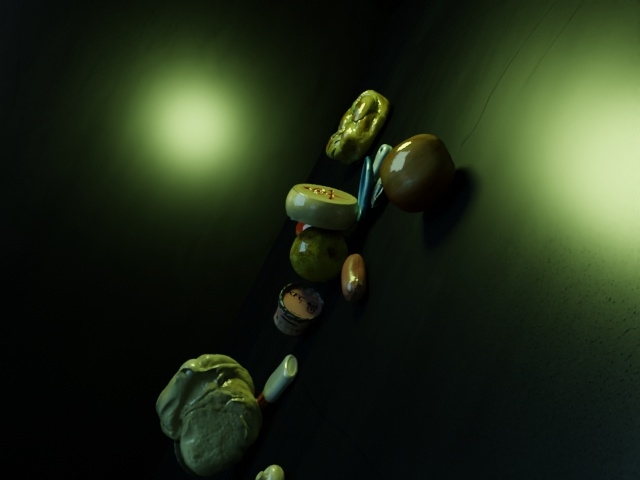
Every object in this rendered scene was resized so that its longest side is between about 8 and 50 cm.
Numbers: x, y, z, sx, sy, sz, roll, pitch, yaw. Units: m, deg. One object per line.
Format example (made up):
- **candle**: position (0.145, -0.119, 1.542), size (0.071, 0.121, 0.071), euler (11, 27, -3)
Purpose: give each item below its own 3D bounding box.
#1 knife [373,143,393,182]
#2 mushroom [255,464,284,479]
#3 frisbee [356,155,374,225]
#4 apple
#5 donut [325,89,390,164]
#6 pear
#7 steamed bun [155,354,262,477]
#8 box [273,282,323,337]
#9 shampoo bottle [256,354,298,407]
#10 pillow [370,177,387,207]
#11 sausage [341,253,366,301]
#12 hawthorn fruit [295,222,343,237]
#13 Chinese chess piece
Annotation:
- **knife**: position (0.181, -0.195, 1.842), size (0.331, 0.044, 0.080), euler (-65, 21, 13)
- **mushroom**: position (-0.125, 0.596, 1.238), size (0.083, 0.067, 0.083), euler (-53, 10, 13)
- **frisbee**: position (0.160, -0.168, 1.728), size (0.242, 0.045, 0.242), euler (-173, 90, -88)
- **apple**: position (0.239, -0.167, 1.216), size (0.199, 0.199, 0.199), euler (-57, 13, 20)
- **donut**: position (0.168, -0.507, 2.276), size (0.360, 0.170, 0.360), euler (-56, 11, 17)
- **pear**: position (-0.010, 0.046, 1.685), size (0.197, 0.197, 0.197), euler (-57, 13, 20)
- **steamed bun**: position (-0.355, 0.557, 1.641), size (0.325, 0.372, 0.230), euler (-32, 1, -3)
- **box**: position (-0.083, 0.242, 1.684), size (0.151, 0.151, 0.135), euler (-77, 11, -51)
- **shampoo bottle**: position (-0.146, 0.473, 1.638), size (0.221, 0.051, 0.108), euler (-54, 17, 30)
- **pillow**: position (0.202, -0.169, 1.628), size (0.136, 0.055, 0.091), euler (-61, 18, 15)
- **sausage**: position (0.094, 0.105, 1.424), size (0.077, 0.077, 0.194), euler (-56, 13, 24)
- **hawthorn fruit**: position (0.000, 0.000, 1.853), size (0.185, 0.185, 0.202), euler (137, 140, -56)
- **Chinese chess piece**: position (0.007, -0.115, 1.696), size (0.251, 0.251, 0.097), euler (-100, 21, -71)
